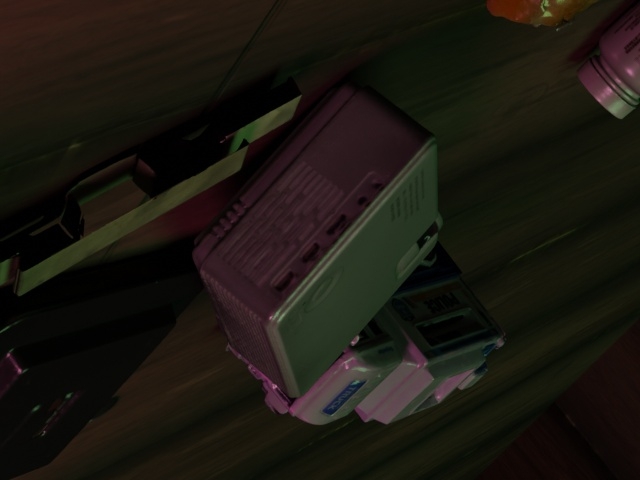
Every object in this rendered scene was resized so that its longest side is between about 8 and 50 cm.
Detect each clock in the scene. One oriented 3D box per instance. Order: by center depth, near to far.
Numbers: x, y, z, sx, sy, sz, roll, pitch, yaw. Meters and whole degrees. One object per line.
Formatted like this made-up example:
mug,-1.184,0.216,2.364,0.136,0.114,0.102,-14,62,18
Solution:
clock,-0.225,0.120,1.496,0.279,0.049,0.273,-47,163,29

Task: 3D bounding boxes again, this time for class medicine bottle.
medicine bottle,0.304,-0.179,1.811,0.140,0.079,0.079,-44,165,19

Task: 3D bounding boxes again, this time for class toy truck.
toy truck,0.046,0.091,1.857,0.124,0.155,0.268,-46,163,29

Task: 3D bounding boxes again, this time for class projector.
projector,0.000,0.000,1.534,0.192,0.099,0.257,-47,166,-10

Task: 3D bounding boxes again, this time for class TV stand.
TV stand,-0.112,-0.039,1.300,0.249,0.042,0.036,-31,160,-28

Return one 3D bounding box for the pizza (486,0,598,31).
pizza,0.269,-0.279,1.432,0.365,0.074,0.182,-42,163,13
